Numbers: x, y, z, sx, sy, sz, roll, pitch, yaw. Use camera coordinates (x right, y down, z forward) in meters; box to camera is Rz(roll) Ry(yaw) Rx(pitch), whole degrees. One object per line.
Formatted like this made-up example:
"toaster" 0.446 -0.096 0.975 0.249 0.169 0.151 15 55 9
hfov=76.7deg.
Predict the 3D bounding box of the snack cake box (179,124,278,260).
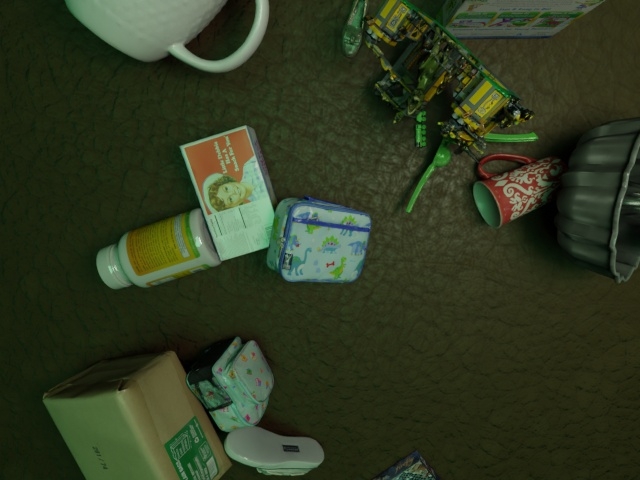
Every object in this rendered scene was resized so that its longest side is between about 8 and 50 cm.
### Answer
"snack cake box" -0.186 -0.104 0.905 0.152 0.089 0.264 -16 99 5

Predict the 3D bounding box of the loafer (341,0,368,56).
"loafer" 0.073 -0.459 0.860 0.045 0.039 0.125 13 100 -2

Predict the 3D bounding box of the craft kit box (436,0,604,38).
"craft kit box" 0.368 -0.443 0.753 0.250 0.246 0.060 0 101 1

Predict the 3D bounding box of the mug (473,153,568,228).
"mug" 0.433 -0.126 0.879 0.169 0.113 0.150 -22 101 2

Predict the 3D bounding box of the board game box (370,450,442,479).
"board game box" 0.205 0.684 1.060 0.243 0.042 0.165 -37 98 7

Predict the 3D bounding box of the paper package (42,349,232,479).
"paper package" -0.410 0.435 0.913 0.310 0.168 0.324 -16 100 31

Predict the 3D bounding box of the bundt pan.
"bundt pan" 0.577 -0.087 0.813 0.331 0.124 0.330 -13 110 -40

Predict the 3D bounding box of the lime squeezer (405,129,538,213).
"lime squeezer" 0.300 -0.182 0.892 0.310 0.059 0.109 -31 91 7

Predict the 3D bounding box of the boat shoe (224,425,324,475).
"boat shoe" -0.120 0.524 0.988 0.268 0.096 0.088 22 113 -33

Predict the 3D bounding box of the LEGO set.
"LEGO set" 0.196 -0.271 0.755 0.331 0.255 0.192 48 124 10

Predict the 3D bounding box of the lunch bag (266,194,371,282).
"lunch bag" 0.000 0.000 0.873 0.219 0.090 0.176 8 99 -34

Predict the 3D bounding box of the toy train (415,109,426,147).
"toy train" 0.224 -0.249 0.907 0.024 0.017 0.083 0 100 11

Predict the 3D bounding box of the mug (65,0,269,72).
"mug" -0.267 -0.487 0.749 0.374 0.276 0.328 40 108 -10

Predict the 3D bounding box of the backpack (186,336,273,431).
"backpack" -0.193 0.338 0.944 0.145 0.166 0.188 -17 102 14

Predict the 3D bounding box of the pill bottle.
"pill bottle" -0.357 0.026 0.906 0.246 0.136 0.136 -18 99 4
